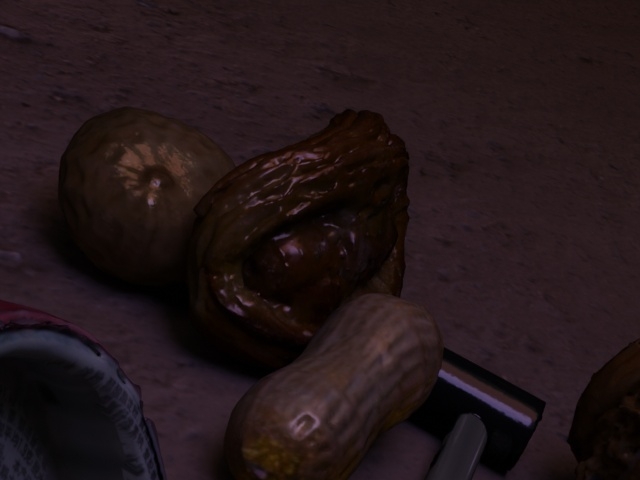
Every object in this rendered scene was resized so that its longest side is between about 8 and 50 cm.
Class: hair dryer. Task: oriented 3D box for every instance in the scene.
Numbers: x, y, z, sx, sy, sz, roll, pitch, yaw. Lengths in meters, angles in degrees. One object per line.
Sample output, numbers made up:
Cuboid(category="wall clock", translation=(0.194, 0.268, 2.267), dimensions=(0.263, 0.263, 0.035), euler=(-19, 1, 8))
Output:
Cuboid(category="hair dryer", translation=(0.086, 0.147, 0.831), dimensions=(0.100, 0.057, 0.198), euler=(27, 30, 6))

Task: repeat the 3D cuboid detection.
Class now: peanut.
Cuboid(category="peanut", translation=(0.014, 0.096, 0.784), dimensions=(0.087, 0.087, 0.206), euler=(34, 38, 17))
Cuboid(category="peanut", translation=(-0.124, -0.034, 0.904), dimensions=(0.140, 0.109, 0.159), euler=(19, 23, -8))

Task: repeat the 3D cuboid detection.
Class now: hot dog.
Cuboid(category="hot dog", translation=(0.004, 0.000, 0.909), dimensions=(0.114, 0.175, 0.259), euler=(8, 21, 21))

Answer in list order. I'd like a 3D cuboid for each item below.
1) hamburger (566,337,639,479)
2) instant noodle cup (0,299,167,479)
Cuboid(category="hamburger", translation=(0.296, 0.154, 0.816), dimensions=(0.260, 0.245, 0.211), euler=(-19, 46, -3))
Cuboid(category="instant noodle cup", translation=(-0.192, 0.087, 0.353), dimensions=(0.254, 0.244, 0.244), euler=(6, 17, 24))
